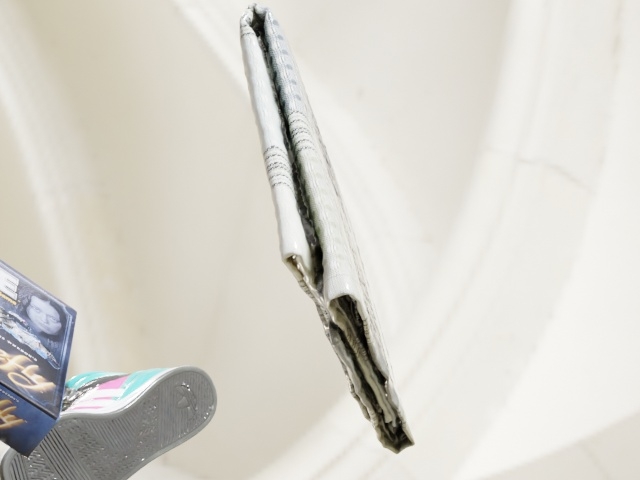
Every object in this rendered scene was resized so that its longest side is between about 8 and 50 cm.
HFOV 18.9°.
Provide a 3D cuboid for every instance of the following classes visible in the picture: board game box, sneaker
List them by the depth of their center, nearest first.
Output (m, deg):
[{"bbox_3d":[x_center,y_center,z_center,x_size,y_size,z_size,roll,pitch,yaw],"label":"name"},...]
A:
[{"bbox_3d":[-0.286,0.034,1.346,0.042,0.243,0.165,-49,-162,18],"label":"board game box"},{"bbox_3d":[-0.284,0.230,2.275,0.178,0.295,0.123,-14,-83,52],"label":"sneaker"}]

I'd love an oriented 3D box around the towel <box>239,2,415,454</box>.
[{"bbox_3d":[0.000,0.000,1.723,0.312,0.056,0.324,69,4,-56],"label":"towel"}]
